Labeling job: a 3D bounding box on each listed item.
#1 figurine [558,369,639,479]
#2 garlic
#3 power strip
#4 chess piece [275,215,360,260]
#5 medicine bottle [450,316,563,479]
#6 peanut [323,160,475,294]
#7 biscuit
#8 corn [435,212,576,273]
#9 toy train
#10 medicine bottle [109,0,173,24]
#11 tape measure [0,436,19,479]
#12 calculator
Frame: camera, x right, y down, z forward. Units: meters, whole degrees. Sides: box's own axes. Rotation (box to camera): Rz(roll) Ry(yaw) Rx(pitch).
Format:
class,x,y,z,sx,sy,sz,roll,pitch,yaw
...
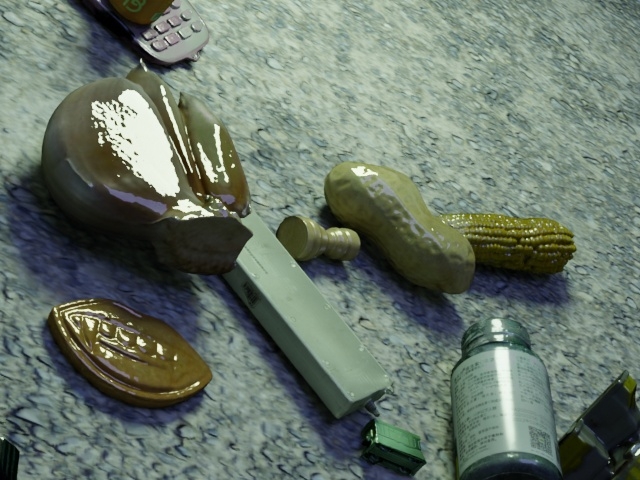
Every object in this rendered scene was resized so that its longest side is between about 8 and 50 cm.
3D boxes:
class,x,y,z,sx,sy,sz,roll,pitch,yaw
figurine,0.472,0.353,2.100,0.285,0.342,0.167,46,-9,9
garlic,-0.235,-0.094,1.931,0.279,0.132,0.325,0,45,-42
power strip,-0.036,0.096,1.990,0.106,0.043,0.367,-17,61,-50
chess piece,0.000,0.000,2.130,0.122,0.066,0.066,6,48,-47
medicine bottle,0.253,0.241,2.036,0.141,0.141,0.293,26,38,-21
peanut,0.125,-0.023,2.231,0.274,0.111,0.125,43,48,-2
biscuit,-0.230,0.137,1.785,0.221,0.029,0.142,28,37,-20
corn,0.298,0.003,2.391,0.320,0.097,0.097,6,48,-38
toy train,0.095,0.272,1.943,0.093,0.038,0.056,24,36,-23
medicine bottle,-0.229,-0.412,2.174,0.096,0.192,0.096,27,42,-27
tape measure,-0.382,0.213,1.406,0.235,0.207,0.115,21,37,-24
calculator,-0.295,-0.380,2.279,0.294,0.043,0.194,47,34,2
